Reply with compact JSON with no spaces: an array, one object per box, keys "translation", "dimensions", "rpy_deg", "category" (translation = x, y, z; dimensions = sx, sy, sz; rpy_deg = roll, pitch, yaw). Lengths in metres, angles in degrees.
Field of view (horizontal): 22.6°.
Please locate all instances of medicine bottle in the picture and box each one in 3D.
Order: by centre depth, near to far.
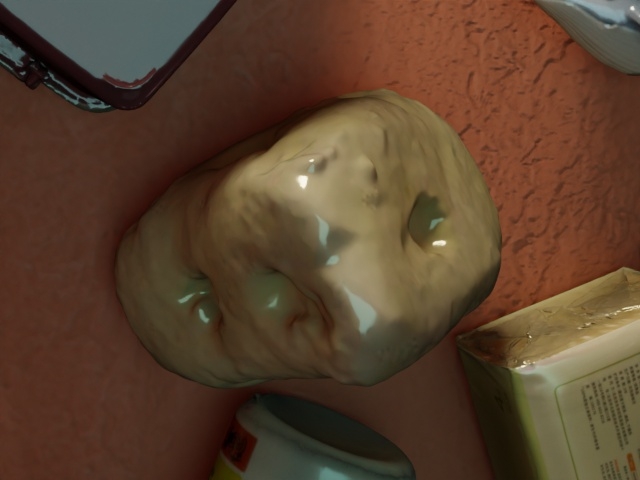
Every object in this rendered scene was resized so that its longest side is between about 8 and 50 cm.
[{"translation":[-0.033,0.235,1.142],"dimensions":[0.139,0.139,0.225],"rpy_deg":[20,96,-20],"category":"medicine bottle"}]

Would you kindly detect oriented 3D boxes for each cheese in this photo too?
[{"translation":[0.000,-0.002,1.101],"dimensions":[0.248,0.251,0.173],"rpy_deg":[-30,98,-46],"category":"cheese"}]

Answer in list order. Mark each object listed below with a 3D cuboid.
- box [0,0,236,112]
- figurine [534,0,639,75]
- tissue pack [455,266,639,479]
[{"translation":[-0.114,-0.225,0.999],"dimensions":[0.193,0.167,0.294],"rpy_deg":[38,90,-19],"category":"box"},{"translation":[0.240,-0.204,1.135],"dimensions":[0.208,0.128,0.183],"rpy_deg":[-25,106,-18],"category":"figurine"},{"translation":[0.215,0.159,1.206],"dimensions":[0.159,0.125,0.234],"rpy_deg":[-22,107,-13],"category":"tissue pack"}]
